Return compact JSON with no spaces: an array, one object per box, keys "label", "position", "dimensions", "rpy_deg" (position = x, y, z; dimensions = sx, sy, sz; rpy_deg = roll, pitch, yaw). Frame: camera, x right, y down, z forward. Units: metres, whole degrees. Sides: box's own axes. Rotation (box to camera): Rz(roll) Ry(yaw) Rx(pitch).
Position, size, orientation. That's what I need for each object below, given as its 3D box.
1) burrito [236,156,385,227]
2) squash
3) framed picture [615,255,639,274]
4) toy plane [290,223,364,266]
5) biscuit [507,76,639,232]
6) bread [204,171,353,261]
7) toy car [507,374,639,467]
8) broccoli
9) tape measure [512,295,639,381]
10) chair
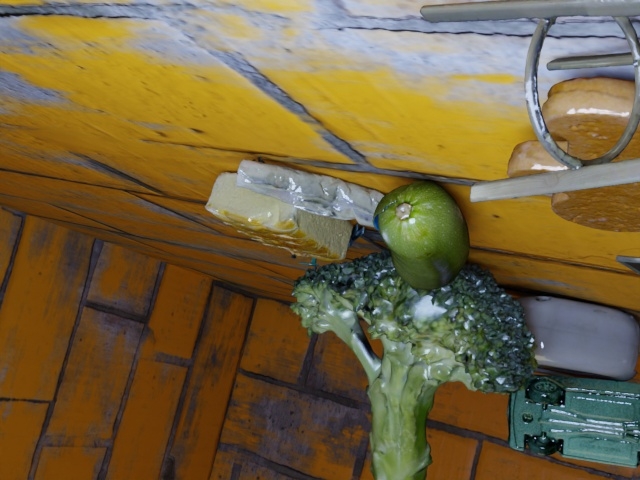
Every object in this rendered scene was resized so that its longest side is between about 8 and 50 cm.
[{"label":"burrito","position":[-0.003,-0.050,0.918],"dimensions":[0.185,0.045,0.041],"rpy_deg":[14,-166,-12]},{"label":"squash","position":[0.120,0.005,0.931],"dimensions":[0.094,0.095,0.341],"rpy_deg":[13,168,13]},{"label":"framed picture","position":[0.384,0.032,0.935],"dimensions":[0.066,0.007,0.089],"rpy_deg":[22,169,-42]},{"label":"toy plane","position":[0.000,0.000,1.267],"dimensions":[0.096,0.060,0.235],"rpy_deg":[2,170,-11]},{"label":"biscuit","position":[0.210,-0.051,0.560],"dimensions":[0.165,0.036,0.250],"rpy_deg":[10,169,12]},{"label":"bread","position":[-0.049,-0.028,1.084],"dimensions":[0.125,0.068,0.188],"rpy_deg":[11,172,24]},{"label":"toy car","position":[0.469,0.295,1.371],"dimensions":[0.320,0.141,0.097],"rpy_deg":[4,-161,21]},{"label":"broccoli","position":[0.165,0.200,1.239],"dimensions":[0.274,0.397,0.353],"rpy_deg":[-11,178,-28]},{"label":"tape measure","position":[0.408,0.165,1.423],"dimensions":[0.258,0.130,0.265],"rpy_deg":[14,167,-19]},{"label":"chair","position":[0.146,-0.065,0.356],"dimensions":[0.104,0.095,0.221],"rpy_deg":[6,178,-34]}]
